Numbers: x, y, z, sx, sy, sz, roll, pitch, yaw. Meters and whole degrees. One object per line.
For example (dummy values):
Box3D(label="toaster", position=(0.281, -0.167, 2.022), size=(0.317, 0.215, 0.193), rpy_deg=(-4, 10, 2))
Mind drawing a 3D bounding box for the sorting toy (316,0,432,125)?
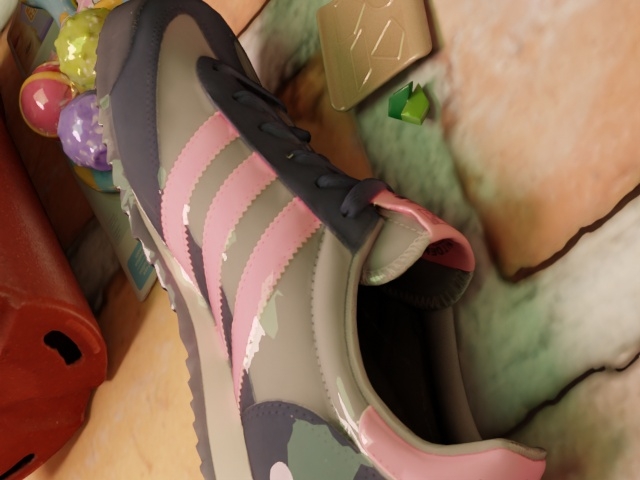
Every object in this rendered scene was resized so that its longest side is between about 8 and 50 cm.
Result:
Box3D(label="sorting toy", position=(0.027, -0.082, 0.664), size=(0.062, 0.012, 0.083), rpy_deg=(-30, 60, 42))

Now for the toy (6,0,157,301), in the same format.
Box3D(label="toy", position=(-0.137, -0.096, 0.844), size=(0.137, 0.056, 0.237), rpy_deg=(-58, 45, 33))

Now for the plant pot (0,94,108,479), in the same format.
Box3D(label="plant pot", position=(-0.270, 0.011, 0.859), size=(0.265, 0.272, 0.272), rpy_deg=(54, 128, 30))

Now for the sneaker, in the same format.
Box3D(label="sneaker", position=(0.000, 0.000, 0.637), size=(0.131, 0.112, 0.319), rpy_deg=(-35, 61, 26))
